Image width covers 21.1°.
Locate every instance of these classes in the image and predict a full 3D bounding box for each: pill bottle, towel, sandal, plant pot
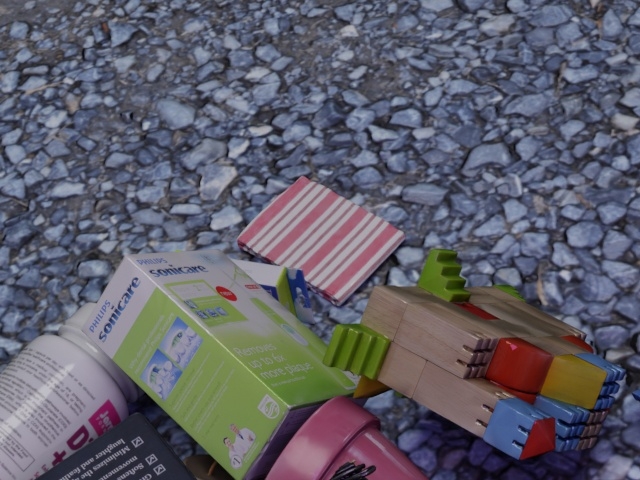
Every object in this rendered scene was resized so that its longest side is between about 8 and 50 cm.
[{"bbox_3d":[-0.340,0.219,2.122,0.160,0.160,0.283,27,61,31],"label":"pill bottle"},{"bbox_3d":[0.000,0.000,2.320,0.197,0.029,0.144,30,62,30],"label":"towel"},{"bbox_3d":[-0.086,0.263,2.038,0.180,0.049,0.072,2,25,-31],"label":"sandal"},{"bbox_3d":[0.044,0.305,1.947,0.180,0.201,0.201,32,62,16],"label":"plant pot"}]

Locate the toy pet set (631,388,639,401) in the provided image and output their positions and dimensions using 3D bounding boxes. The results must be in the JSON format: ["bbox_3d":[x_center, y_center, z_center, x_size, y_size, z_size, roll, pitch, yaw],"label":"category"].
[{"bbox_3d":[0.429,0.178,2.032,0.114,0.065,0.122,-20,48,-4],"label":"toy pet set"}]

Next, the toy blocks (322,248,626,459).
[{"bbox_3d":[0.219,0.148,1.969,0.261,0.381,0.190,27,103,30],"label":"toy blocks"}]

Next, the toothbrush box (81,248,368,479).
[{"bbox_3d":[-0.109,0.142,2.050,0.283,0.206,0.122,40,110,24],"label":"toothbrush box"}]

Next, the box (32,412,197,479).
[{"bbox_3d":[-0.195,0.437,1.863,0.293,0.212,0.395,-33,49,-15],"label":"box"}]

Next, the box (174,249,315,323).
[{"bbox_3d":[-0.103,0.072,2.225,0.178,0.109,0.042,9,48,20],"label":"box"}]

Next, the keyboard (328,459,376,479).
[{"bbox_3d":[-0.011,0.325,1.757,0.317,0.033,0.201,-20,46,-8],"label":"keyboard"}]
